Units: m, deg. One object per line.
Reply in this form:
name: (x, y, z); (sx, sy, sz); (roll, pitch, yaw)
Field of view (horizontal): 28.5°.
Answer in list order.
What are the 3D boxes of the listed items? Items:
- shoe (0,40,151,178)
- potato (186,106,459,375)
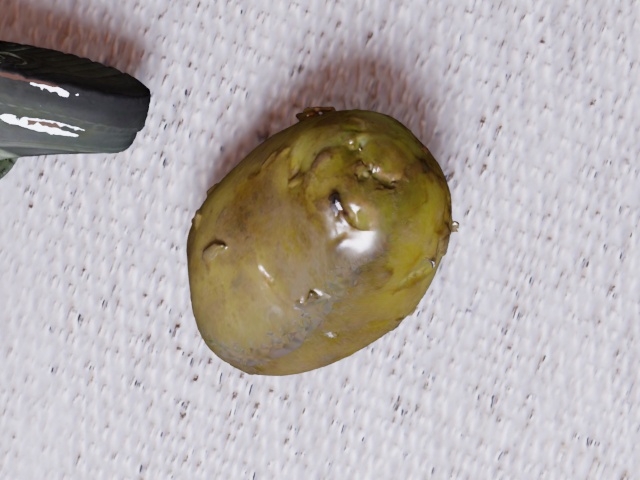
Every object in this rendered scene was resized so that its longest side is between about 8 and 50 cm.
shoe: (-0.251, -0.051, 0.752); (0.293, 0.109, 0.149); (10, 100, 3)
potato: (0.000, 0.000, 0.741); (0.176, 0.137, 0.137); (-33, 95, 26)
